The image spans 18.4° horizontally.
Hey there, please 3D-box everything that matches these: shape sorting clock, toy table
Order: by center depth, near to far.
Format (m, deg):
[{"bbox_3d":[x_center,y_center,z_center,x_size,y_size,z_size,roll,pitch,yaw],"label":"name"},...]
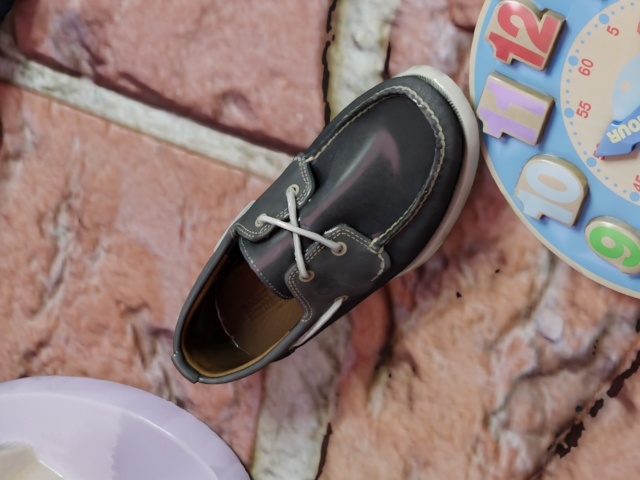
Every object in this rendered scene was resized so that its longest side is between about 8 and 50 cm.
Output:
[{"bbox_3d":[0.164,-0.063,0.923,0.206,0.040,0.206,13,116,27],"label":"shape sorting clock"},{"bbox_3d":[-0.191,0.191,1.173,0.274,0.161,0.252,-23,100,37],"label":"toy table"}]

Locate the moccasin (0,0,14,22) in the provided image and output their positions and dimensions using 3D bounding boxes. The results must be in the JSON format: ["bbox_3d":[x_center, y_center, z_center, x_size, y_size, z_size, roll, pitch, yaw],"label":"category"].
[{"bbox_3d":[-0.298,-0.242,1.095,0.117,0.138,0.342,-39,106,9],"label":"moccasin"}]

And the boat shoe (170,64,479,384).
[{"bbox_3d":[0.000,0.000,1.021,0.084,0.079,0.233,51,131,9],"label":"boat shoe"}]
